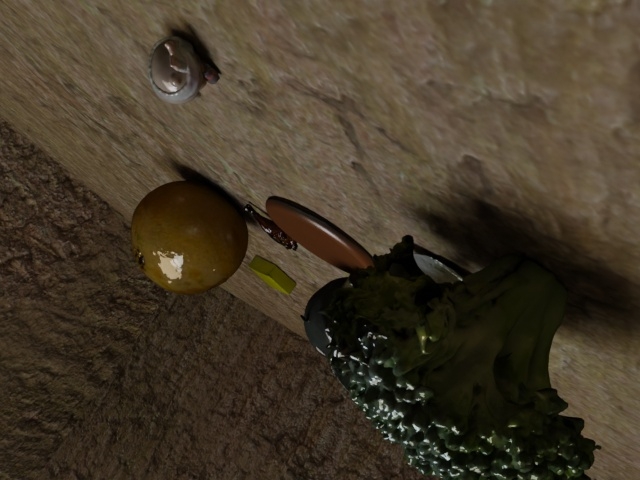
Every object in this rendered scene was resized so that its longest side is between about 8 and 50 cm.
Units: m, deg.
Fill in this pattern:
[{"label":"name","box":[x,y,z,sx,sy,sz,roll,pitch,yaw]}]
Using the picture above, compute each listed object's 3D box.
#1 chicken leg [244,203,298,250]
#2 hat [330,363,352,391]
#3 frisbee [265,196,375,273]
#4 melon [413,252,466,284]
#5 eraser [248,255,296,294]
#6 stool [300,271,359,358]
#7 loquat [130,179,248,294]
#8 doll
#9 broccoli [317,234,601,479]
[{"label":"chicken leg","box":[-0.098,-0.026,1.328,0.145,0.037,0.062,40,180,-34]},{"label":"hat","box":[0.149,0.236,1.427,0.265,0.265,0.128,38,-160,-17]},{"label":"frisbee","box":[0.000,0.000,1.196,0.251,0.021,0.251,31,169,7]},{"label":"melon","box":[0.180,0.095,0.941,0.202,0.093,0.139,37,176,8]},{"label":"eraser","box":[-0.142,0.103,1.893,0.097,0.045,0.122,22,162,43]},{"label":"stool","box":[0.078,0.135,1.228,0.153,0.228,0.139,62,146,9]},{"label":"loquat","box":[-0.293,-0.013,1.425,0.263,0.263,0.263,32,168,8]},{"label":"doll","box":[-0.160,-0.198,0.756,0.084,0.073,0.127,3,179,-14]},{"label":"broccoli","box":[0.153,0.160,0.739,0.334,0.272,0.324,40,144,-2]}]
